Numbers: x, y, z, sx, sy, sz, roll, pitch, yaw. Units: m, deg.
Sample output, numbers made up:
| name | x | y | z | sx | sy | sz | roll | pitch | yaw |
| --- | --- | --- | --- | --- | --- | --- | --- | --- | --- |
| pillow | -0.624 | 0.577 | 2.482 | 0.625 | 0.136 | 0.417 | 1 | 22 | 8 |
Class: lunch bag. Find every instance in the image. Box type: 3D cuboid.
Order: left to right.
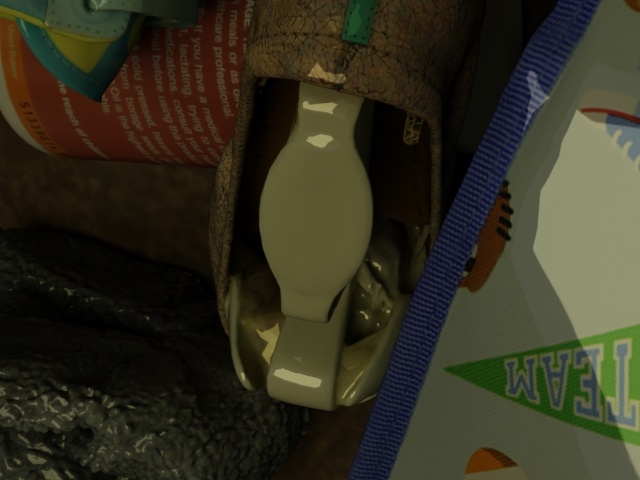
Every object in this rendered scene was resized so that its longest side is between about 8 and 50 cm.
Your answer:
| name | x | y | z | sx | sy | sz | roll | pitch | yaw |
| --- | --- | --- | --- | --- | --- | --- | --- | --- | --- |
| lunch bag | 0.195 | 0.088 | 0.694 | 0.328 | 0.239 | 0.385 | 28 | 127 | 17 |

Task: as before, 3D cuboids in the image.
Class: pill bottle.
| name | x | y | z | sx | sy | sz | roll | pitch | yaw |
| --- | --- | --- | --- | --- | --- | --- | --- | --- | --- |
| pill bottle | -0.028 | -0.089 | 0.811 | 0.216 | 0.121 | 0.121 | 6 | 111 | 27 |

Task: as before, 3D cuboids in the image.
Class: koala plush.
| name | x | y | z | sx | sy | sz | roll | pitch | yaw |
| --- | --- | --- | --- | --- | --- | --- | --- | --- | --- |
| koala plush | -0.116 | 0.137 | 0.910 | 0.203 | 0.196 | 0.221 | 15 | 111 | 12 |

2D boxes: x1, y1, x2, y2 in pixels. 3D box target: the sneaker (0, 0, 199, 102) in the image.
| name | x | y | z | sx | sy | sz | roll | pitch | yaw |
| --- | --- | --- | --- | --- | --- | --- | --- | --- | --- |
| sneaker | -0.040 | -0.167 | 0.721 | 0.319 | 0.127 | 0.208 | -10 | 92 | 0 |

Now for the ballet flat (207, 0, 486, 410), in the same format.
| name | x | y | z | sx | sy | sz | roll | pitch | yaw |
| --- | --- | --- | --- | --- | --- | --- | --- | --- | --- |
| ballet flat | 0.000 | 0.000 | 0.718 | 0.107 | 0.106 | 0.316 | 8 | 145 | 6 |
